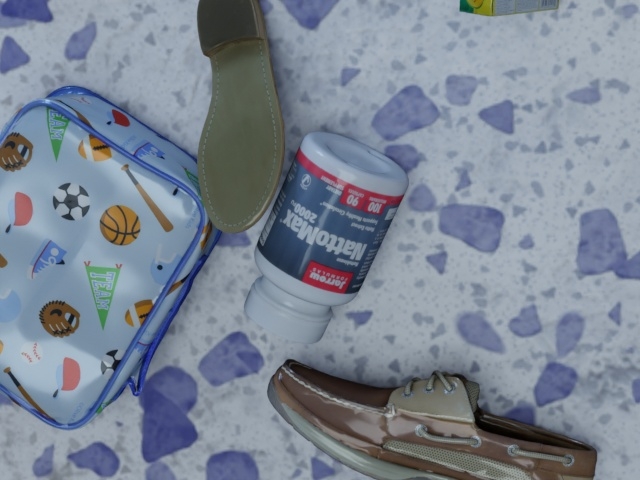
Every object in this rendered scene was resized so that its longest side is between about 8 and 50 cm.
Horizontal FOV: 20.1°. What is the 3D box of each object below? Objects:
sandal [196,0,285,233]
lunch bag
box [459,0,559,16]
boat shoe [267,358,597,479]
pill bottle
[{"bbox_3d":[-0.063,-0.121,1.690,0.088,0.079,0.240,-10,78,22],"label":"sandal"},{"bbox_3d":[-0.239,0.025,1.741,0.243,0.115,0.303,32,107,1],"label":"lunch bag"},{"bbox_3d":[0.169,-0.289,1.578,0.043,0.105,0.179,16,109,39],"label":"box"},{"bbox_3d":[0.110,0.176,1.706,0.324,0.123,0.116,23,100,-1],"label":"boat shoe"},{"bbox_3d":[0.000,0.000,1.684,0.108,0.108,0.180,26,108,5],"label":"pill bottle"}]
